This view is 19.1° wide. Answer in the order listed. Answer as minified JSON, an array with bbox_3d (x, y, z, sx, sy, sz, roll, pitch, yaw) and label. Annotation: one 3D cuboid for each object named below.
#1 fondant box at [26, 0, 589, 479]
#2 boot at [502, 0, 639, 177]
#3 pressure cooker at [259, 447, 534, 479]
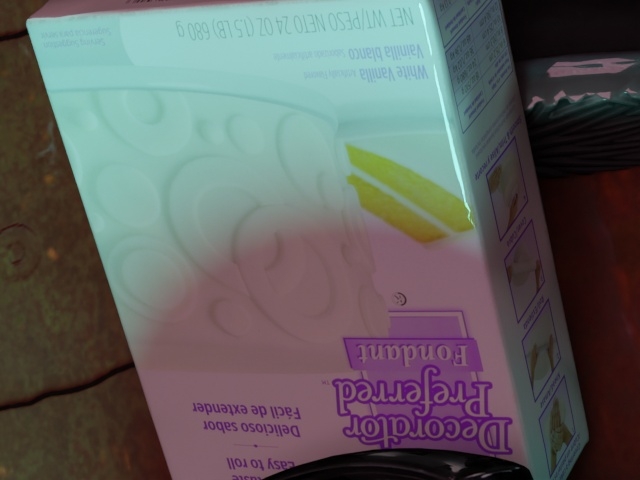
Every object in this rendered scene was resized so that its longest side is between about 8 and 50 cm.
[{"bbox_3d":[0.000,0.000,1.071,0.238,0.096,0.330,-1,120,27],"label":"fondant box"},{"bbox_3d":[0.084,-0.264,1.168,0.367,0.146,0.445,-6,75,20],"label":"boot"},{"bbox_3d":[0.030,0.324,0.973,0.370,0.375,0.420,-17,74,-7],"label":"pressure cooker"}]
